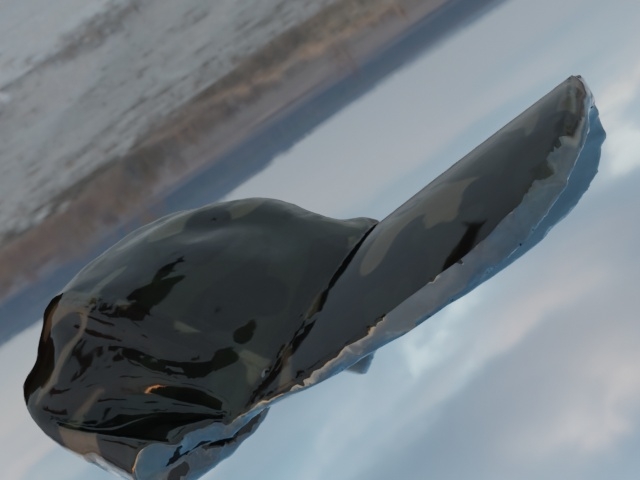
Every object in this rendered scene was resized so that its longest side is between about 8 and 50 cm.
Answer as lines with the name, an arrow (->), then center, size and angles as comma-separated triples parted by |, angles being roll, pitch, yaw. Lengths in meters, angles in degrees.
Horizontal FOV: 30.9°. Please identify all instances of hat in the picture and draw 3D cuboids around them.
hat -> 0.000, 0.000, 0.808 | 0.382, 0.257, 0.366 | -56, 170, 12
